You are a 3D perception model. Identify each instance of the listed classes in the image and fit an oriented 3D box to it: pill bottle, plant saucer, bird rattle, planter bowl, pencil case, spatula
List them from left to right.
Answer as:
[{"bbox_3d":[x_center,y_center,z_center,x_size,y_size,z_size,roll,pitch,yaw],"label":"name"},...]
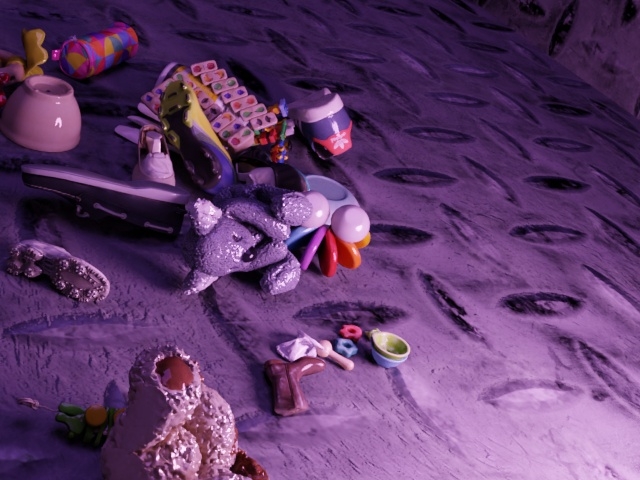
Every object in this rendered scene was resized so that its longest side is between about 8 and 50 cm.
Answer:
[{"bbox_3d":[-0.694,-0.349,2.017,0.206,0.143,0.253,21,39,24],"label":"bird rattle"},{"bbox_3d":[-0.553,-0.265,1.929,0.162,0.109,0.162,17,28,-9],"label":"planter bowl"},{"bbox_3d":[-0.529,-0.454,2.286,0.104,0.104,0.236,27,28,10],"label":"pencil case"},{"bbox_3d":[-0.316,-0.223,2.118,0.242,0.019,0.168,25,27,-2],"label":"spatula"},{"bbox_3d":[-0.267,-0.314,2.195,0.208,0.119,0.119,25,29,8],"label":"pill bottle"},{"bbox_3d":[0.005,-0.100,2.096,0.194,0.037,0.195,16,29,-9],"label":"plant saucer"}]

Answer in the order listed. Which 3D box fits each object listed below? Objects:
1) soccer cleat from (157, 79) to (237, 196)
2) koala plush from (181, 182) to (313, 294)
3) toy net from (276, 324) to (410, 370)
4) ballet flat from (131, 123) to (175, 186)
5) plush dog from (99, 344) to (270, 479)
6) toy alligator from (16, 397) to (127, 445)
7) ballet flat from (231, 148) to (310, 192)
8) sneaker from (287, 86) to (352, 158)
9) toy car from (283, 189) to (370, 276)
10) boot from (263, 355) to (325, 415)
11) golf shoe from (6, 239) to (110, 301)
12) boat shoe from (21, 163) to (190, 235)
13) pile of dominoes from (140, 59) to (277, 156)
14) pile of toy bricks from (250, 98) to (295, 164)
[{"bbox_3d":[-0.255,-0.208,2.003,0.121,0.093,0.289,32,28,-59],"label":"soccer cleat"},{"bbox_3d":[-0.161,0.001,1.675,0.203,0.196,0.221,22,27,26],"label":"koala plush"},{"bbox_3d":[0.033,0.170,1.642,0.232,0.045,0.122,7,32,-25],"label":"toy net"},{"bbox_3d":[-0.333,-0.156,1.920,0.086,0.086,0.248,9,31,-21],"label":"ballet flat"},{"bbox_3d":[-0.180,0.265,1.234,0.263,0.210,0.225,61,21,2],"label":"plush dog"},{"bbox_3d":[-0.312,0.246,1.280,0.189,0.056,0.051,11,71,-19],"label":"toy alligator"},{"bbox_3d":[-0.117,-0.120,1.972,0.096,0.095,0.280,-6,18,-23],"label":"ballet flat"},{"bbox_3d":[0.000,-0.277,2.334,0.131,0.148,0.350,-25,15,0],"label":"sneaker"},{"bbox_3d":[0.000,0.000,1.839,0.181,0.159,0.136,20,65,-4],"label":"toy car"},{"bbox_3d":[-0.030,0.230,1.504,0.106,0.037,0.114,-3,31,-15],"label":"boot"},{"bbox_3d":[-0.413,0.038,1.553,0.176,0.069,0.086,24,23,2],"label":"golf shoe"},{"bbox_3d":[-0.388,-0.072,1.726,0.302,0.091,0.114,11,10,-14],"label":"boat shoe"},{"bbox_3d":[-0.241,-0.292,2.097,0.196,0.040,0.251,-40,74,-20],"label":"pile of dominoes"},{"bbox_3d":[-0.131,-0.241,2.201,0.105,0.118,0.212,-12,36,15],"label":"pile of toy bricks"}]
